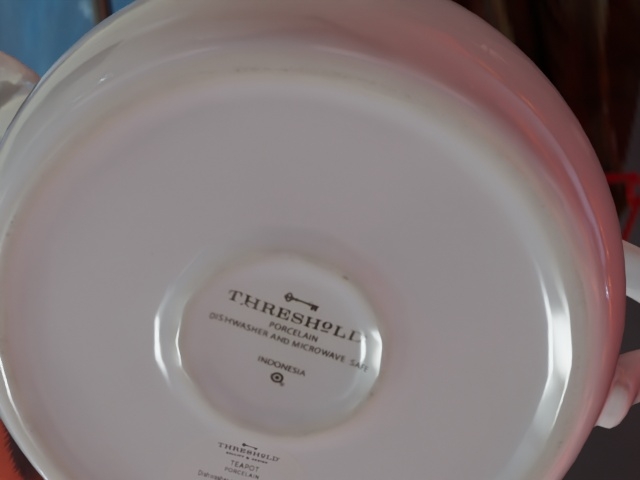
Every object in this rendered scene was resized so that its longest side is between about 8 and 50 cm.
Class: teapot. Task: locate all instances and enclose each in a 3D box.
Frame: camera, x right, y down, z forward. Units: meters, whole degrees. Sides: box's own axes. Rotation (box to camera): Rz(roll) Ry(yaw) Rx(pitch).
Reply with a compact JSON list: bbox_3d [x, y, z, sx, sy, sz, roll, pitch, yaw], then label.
[{"bbox_3d":[0.000,0.000,0.525,0.252,0.256,0.187,-26,-162,16],"label":"teapot"}]

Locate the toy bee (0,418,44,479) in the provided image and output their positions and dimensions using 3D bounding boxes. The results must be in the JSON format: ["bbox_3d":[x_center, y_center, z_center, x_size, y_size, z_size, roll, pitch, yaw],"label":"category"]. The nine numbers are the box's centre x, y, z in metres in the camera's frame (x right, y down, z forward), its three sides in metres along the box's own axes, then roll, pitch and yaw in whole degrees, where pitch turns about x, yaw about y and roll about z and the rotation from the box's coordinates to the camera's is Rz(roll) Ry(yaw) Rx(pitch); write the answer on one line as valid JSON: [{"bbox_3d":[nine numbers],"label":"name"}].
[{"bbox_3d":[-0.113,0.048,0.655,0.162,0.195,0.298,-11,-149,13],"label":"toy bee"}]
